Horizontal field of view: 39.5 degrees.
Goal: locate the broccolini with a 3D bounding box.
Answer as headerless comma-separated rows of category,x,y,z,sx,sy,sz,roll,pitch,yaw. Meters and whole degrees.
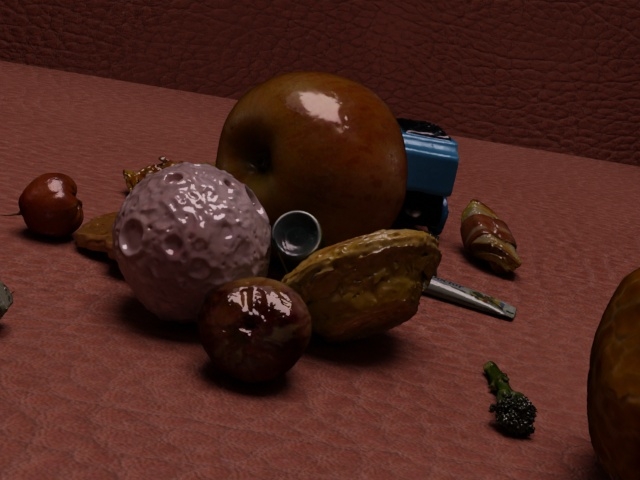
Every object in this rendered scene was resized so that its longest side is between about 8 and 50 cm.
broccolini,0.269,0.231,1.344,0.067,0.058,0.216,50,3,-12

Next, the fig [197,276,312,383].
fig,-0.082,0.115,1.305,0.160,0.143,0.231,6,17,12

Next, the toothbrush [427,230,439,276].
toothbrush,0.250,0.030,1.990,0.030,0.030,0.297,22,17,1

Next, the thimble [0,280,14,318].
thimble,-0.491,0.083,1.254,0.109,0.084,0.062,6,17,-10

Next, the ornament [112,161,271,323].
ornament,-0.194,0.000,1.408,0.225,0.259,0.259,-31,15,8

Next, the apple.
apple,-0.031,-0.143,1.749,0.333,0.400,0.400,16,12,-32

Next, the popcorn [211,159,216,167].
popcorn,-0.186,-0.120,2.017,0.170,0.180,0.180,-24,30,-20

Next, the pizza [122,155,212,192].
pizza,-0.346,-0.139,2.082,0.182,0.074,0.365,26,20,17

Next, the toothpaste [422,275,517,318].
toothpaste,0.261,0.103,1.757,0.255,0.037,0.067,19,18,12

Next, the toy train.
toy train,0.223,-0.165,2.200,0.188,0.265,0.300,8,15,-9

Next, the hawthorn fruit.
hawthorn fruit,-0.505,-0.059,1.668,0.125,0.125,0.140,24,58,37

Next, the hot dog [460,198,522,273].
hot dog,0.384,0.004,2.056,0.123,0.093,0.261,16,31,-13

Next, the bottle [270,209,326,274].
bottle,-0.026,0.031,1.496,0.082,0.082,0.286,13,-15,8

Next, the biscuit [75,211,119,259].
biscuit,-0.323,-0.018,1.697,0.269,0.051,0.376,-4,14,-6

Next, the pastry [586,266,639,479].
pastry,0.492,0.179,1.103,0.312,0.389,0.388,-3,14,13

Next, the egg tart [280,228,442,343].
egg tart,0.066,0.083,1.421,0.294,0.294,0.123,-6,66,-43
